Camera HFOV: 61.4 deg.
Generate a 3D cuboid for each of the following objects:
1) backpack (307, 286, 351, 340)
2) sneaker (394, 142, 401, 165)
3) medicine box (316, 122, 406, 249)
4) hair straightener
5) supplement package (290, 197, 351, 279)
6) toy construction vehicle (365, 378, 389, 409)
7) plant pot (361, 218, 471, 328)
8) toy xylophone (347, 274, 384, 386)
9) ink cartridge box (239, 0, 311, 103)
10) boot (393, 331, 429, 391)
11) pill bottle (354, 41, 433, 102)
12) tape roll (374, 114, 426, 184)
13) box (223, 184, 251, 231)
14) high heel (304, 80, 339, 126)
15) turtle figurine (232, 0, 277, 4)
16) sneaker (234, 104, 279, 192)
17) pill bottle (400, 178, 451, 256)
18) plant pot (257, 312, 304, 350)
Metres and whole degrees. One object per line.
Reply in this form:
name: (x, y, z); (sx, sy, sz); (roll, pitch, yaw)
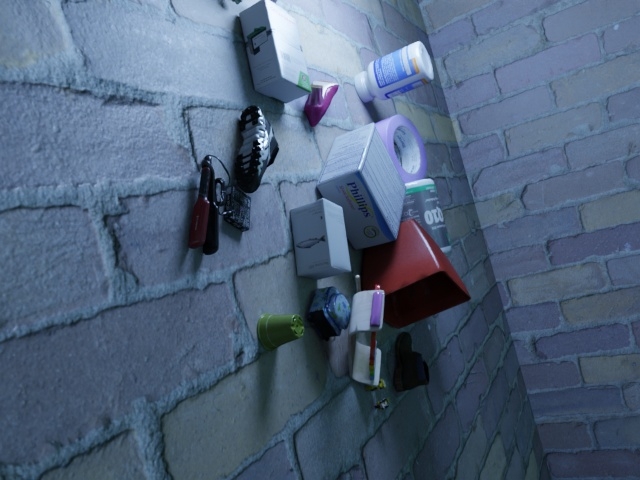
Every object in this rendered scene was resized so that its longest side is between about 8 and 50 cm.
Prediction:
backpack: (0.028, 0.175, 1.364); (0.105, 0.084, 0.114); (58, 28, -34)
sneaker: (0.292, -0.334, 2.147); (0.058, 0.052, 0.136); (14, 63, -54)
medicine box: (0.137, -0.168, 1.669); (0.264, 0.149, 0.289); (57, 32, -29)
hair straightener: (-0.219, -0.075, 1.093); (0.089, 0.047, 0.231); (35, 43, -51)
supplement package: (0.000, 0.000, 1.380); (0.105, 0.105, 0.180); (20, 58, -58)
toy construction vehicle: (0.163, 0.438, 1.538); (0.098, 0.035, 0.086); (1, 65, -64)
plant pot: (0.278, 0.094, 1.707); (0.267, 0.267, 0.236); (37, 33, -50)
toy xylophone: (0.122, 0.233, 1.411); (0.323, 0.081, 0.237); (82, 14, -57)
ink cartridge box: (-0.118, -0.498, 1.431); (0.160, 0.092, 0.220); (0, 76, -62)
boot: (0.303, 0.384, 1.736); (0.082, 0.106, 0.219); (53, 35, -35)
pill bottle: (0.269, -0.617, 2.010); (0.152, 0.271, 0.153); (35, 47, -50)
tape roll: (0.296, -0.332, 2.050); (0.274, 0.090, 0.275); (15, 70, -46)
box: (-0.180, -0.070, 1.176); (0.067, 0.018, 0.083); (35, 47, -51)
high heel: (0.005, -0.428, 1.668); (0.244, 0.082, 0.117); (-68, 165, -67)
turtle figurine: (-0.199, -0.687, 1.369); (0.234, 0.118, 0.176); (12, 66, -66)
sneaker: (-0.139, -0.199, 1.254); (0.106, 0.078, 0.235); (37, 42, -46)
pill bottle: (0.349, -0.021, 1.927); (0.204, 0.204, 0.362); (-10, 85, -62)
plant pot: (-0.080, 0.191, 1.161); (0.083, 0.079, 0.084); (36, 46, -49)
